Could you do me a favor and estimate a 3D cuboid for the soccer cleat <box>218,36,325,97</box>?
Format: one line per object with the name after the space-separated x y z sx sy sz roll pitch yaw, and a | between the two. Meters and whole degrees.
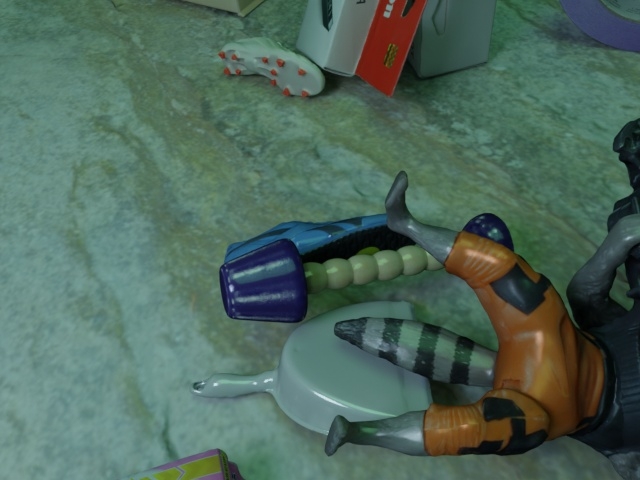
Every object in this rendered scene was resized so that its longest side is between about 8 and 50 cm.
-0.066 -0.268 0.852 0.196 0.068 0.076 24 53 29 | soccer cleat

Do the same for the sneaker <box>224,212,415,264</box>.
0.000 0.000 0.606 0.209 0.069 0.082 -17 45 -7 | sneaker

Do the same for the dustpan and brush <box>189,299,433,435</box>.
-0.016 0.119 0.518 0.211 0.060 0.147 1 36 -1 | dustpan and brush

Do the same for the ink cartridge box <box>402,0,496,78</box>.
0.156 -0.404 0.852 0.114 0.197 0.273 -13 50 -4 | ink cartridge box

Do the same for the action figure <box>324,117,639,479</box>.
0.192 0.059 0.450 0.329 0.179 0.342 18 59 -5 | action figure

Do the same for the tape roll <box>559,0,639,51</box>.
0.457 -0.395 0.752 0.274 0.275 0.090 13 52 18 | tape roll

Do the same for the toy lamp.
0.044 0.025 0.538 0.274 0.080 0.080 -8 47 -19 | toy lamp

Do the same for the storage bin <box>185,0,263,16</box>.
-0.186 -0.560 1.085 0.262 0.123 0.260 21 55 24 | storage bin

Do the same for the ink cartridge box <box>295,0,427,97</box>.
0.065 -0.352 0.746 0.060 0.275 0.239 8 26 -26 | ink cartridge box

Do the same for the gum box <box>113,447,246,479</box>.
-0.140 0.238 0.419 0.188 0.062 0.107 -16 49 -6 | gum box
